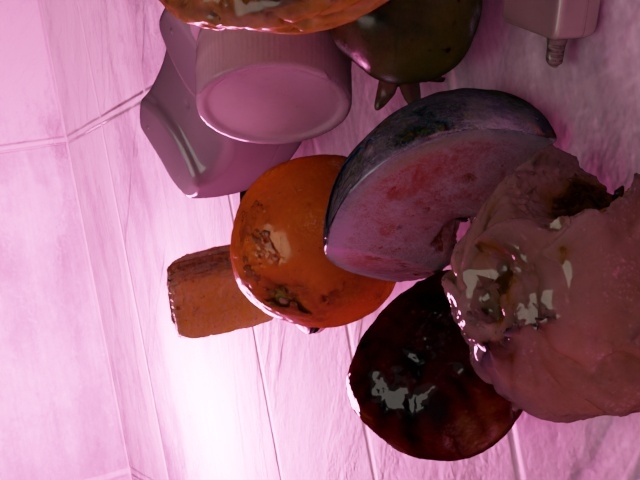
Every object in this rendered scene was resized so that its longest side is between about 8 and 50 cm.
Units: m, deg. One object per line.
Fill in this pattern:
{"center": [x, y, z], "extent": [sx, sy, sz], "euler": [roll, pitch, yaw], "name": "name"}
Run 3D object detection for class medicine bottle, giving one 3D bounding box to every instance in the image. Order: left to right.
{"center": [-0.063, -0.328, 1.337], "extent": [0.211, 0.211, 0.371], "euler": [130, 142, -58], "name": "medicine bottle"}

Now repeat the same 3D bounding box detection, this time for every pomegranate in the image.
{"center": [0.095, -0.246, 1.211], "extent": [0.224, 0.181, 0.181], "euler": [91, 155, -55], "name": "pomegranate"}

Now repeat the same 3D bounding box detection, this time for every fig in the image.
{"center": [0.141, 0.155, 1.227], "extent": [0.263, 0.224, 0.224], "euler": [120, 132, -62], "name": "fig"}

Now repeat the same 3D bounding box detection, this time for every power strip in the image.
{"center": [0.237, -0.333, 1.007], "extent": [0.098, 0.058, 0.338], "euler": [39, 135, 52], "name": "power strip"}

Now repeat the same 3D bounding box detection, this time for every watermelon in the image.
{"center": [0.100, -0.086, 1.210], "extent": [0.322, 0.188, 0.175], "euler": [-52, 33, 38], "name": "watermelon"}

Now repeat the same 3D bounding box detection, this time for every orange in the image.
{"center": [0.000, 0.000, 1.433], "extent": [0.246, 0.246, 0.246], "euler": [35, 131, 55], "name": "orange"}

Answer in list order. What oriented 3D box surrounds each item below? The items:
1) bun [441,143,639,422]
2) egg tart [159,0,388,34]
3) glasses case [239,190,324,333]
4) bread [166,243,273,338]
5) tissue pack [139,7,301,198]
{"center": [0.237, 0.051, 0.998], "extent": [0.281, 0.205, 0.281], "euler": [40, 136, 52], "name": "bun"}
{"center": [-0.011, -0.405, 1.087], "extent": [0.443, 0.443, 0.178], "euler": [47, 174, 47], "name": "egg tart"}
{"center": [-0.059, 0.011, 1.724], "extent": [0.314, 0.075, 0.122], "euler": [64, 152, 28], "name": "glasses case"}
{"center": [-0.185, 0.089, 1.877], "extent": [0.102, 0.196, 0.138], "euler": [-141, 41, -57], "name": "bread"}
{"center": [-0.121, -0.232, 1.589], "extent": [0.229, 0.236, 0.333], "euler": [57, 148, 21], "name": "tissue pack"}
